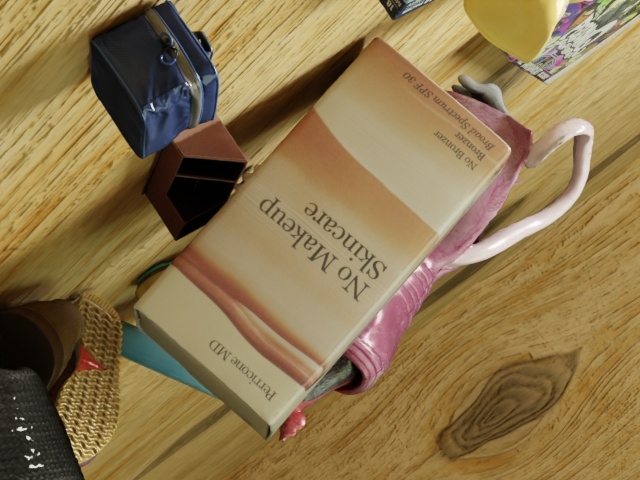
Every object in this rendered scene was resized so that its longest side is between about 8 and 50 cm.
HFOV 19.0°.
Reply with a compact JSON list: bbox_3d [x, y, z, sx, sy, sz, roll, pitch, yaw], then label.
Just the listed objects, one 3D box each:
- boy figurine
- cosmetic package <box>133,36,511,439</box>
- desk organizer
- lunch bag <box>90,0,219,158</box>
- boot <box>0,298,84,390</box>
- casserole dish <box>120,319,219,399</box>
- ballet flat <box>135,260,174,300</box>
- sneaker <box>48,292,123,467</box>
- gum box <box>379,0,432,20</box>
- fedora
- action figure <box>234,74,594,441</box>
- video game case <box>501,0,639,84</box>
[{"bbox_3d":[0.245,-0.246,1.540,0.285,0.092,0.177,-34,174,-17],"label":"boy figurine"},{"bbox_3d":[0.000,0.000,1.546,0.296,0.153,0.129,-50,176,-10],"label":"cosmetic package"},{"bbox_3d":[-0.099,-0.050,1.497,0.047,0.050,0.130,-30,170,-21],"label":"desk organizer"},{"bbox_3d":[-0.099,-0.103,1.176,0.065,0.067,0.098,-31,169,-15],"label":"lunch bag"},{"bbox_3d":[-0.321,0.156,1.677,0.305,0.112,0.115,-38,-178,20],"label":"boot"},{"bbox_3d":[-0.148,0.123,1.937,0.114,0.188,0.037,144,-30,-84],"label":"casserole dish"},{"bbox_3d":[-0.102,0.048,1.922,0.080,0.073,0.232,-41,168,32],"label":"ballet flat"},{"bbox_3d":[-0.227,0.138,1.719,0.084,0.069,0.185,-34,-147,34],"label":"sneaker"},{"bbox_3d":[0.130,-0.239,1.327,0.157,0.041,0.184,-29,169,-26],"label":"gum box"},{"bbox_3d":[-0.310,0.184,1.505,0.334,0.153,0.334,-12,170,-2],"label":"fedora"},{"bbox_3d":[0.061,0.041,1.746,0.370,0.275,0.248,-60,157,-30],"label":"action figure"},{"bbox_3d":[0.275,-0.235,1.837,0.210,0.042,0.232,-36,170,11],"label":"video game case"}]
